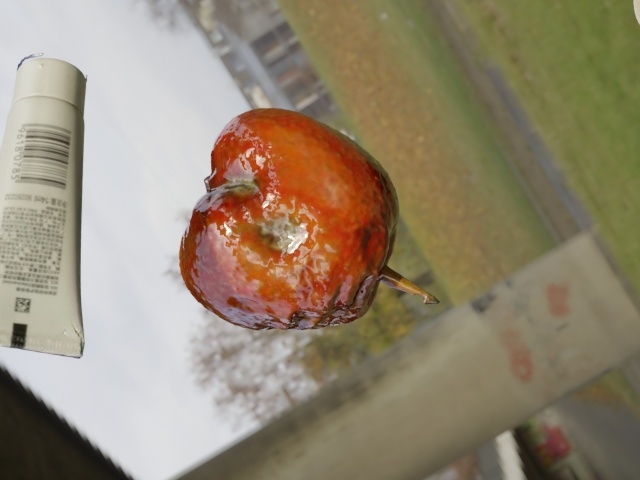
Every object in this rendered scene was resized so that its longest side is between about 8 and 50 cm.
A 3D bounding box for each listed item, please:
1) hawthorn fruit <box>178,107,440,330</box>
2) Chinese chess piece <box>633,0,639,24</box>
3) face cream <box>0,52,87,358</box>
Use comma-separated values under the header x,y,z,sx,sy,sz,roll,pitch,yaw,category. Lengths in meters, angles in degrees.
x,y,z,sx,sy,sz,roll,pitch,yaw,category
0.000,0.000,1.346,0.243,0.207,0.207,25,-177,6,hawthorn fruit
0.482,-0.335,1.741,0.102,0.273,0.273,25,-162,-18,Chinese chess piece
-0.214,-0.028,1.124,0.058,0.092,0.244,120,155,-58,face cream
